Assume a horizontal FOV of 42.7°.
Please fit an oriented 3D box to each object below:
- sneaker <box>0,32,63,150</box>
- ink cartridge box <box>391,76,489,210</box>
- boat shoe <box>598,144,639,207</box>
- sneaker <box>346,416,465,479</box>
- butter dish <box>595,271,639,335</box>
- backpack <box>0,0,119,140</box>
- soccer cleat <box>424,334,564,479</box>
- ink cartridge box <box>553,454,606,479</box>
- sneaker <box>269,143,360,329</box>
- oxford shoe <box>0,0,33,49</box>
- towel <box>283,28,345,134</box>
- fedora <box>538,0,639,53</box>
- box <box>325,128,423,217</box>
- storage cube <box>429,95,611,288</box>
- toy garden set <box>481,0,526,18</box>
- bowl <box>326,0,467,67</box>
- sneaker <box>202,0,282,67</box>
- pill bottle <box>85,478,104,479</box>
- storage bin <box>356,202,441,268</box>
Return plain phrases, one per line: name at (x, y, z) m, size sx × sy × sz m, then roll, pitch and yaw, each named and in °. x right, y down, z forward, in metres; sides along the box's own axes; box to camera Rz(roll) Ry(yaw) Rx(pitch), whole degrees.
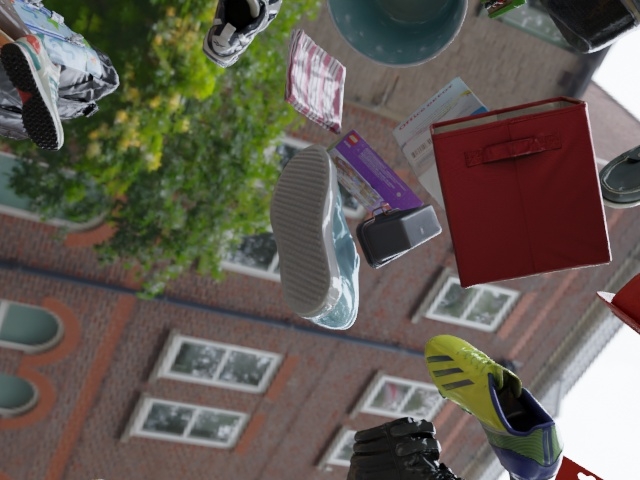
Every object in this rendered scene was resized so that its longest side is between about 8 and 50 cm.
sneaker at (-0.369, -0.201, 1.103) m, size 0.075 × 0.057 × 0.161 m, roll -56°, pitch 144°, yaw -47°
ink cartridge box at (0.309, -0.187, 1.770) m, size 0.198 × 0.197 × 0.270 m, roll -39°, pitch -154°, yaw 14°
boat shoe at (0.679, -0.172, 1.672) m, size 0.116 × 0.319 × 0.099 m, roll 48°, pitch -27°, yaw 31°
sneaker at (0.139, 0.288, 0.979) m, size 0.296 × 0.104 × 0.147 m, roll -7°, pitch -105°, yaw 42°
butter dish at (0.528, 0.095, 1.225) m, size 0.160 × 0.160 × 0.118 m, roll 48°, pitch -63°, yaw 45°
backpack at (-0.597, -0.328, 1.520) m, size 0.290 × 0.273 × 0.355 m, roll -23°, pitch -175°, yaw 16°
soccer cleat at (0.229, 0.196, 1.095) m, size 0.289 × 0.093 × 0.121 m, roll -127°, pitch -151°, yaw -55°
ink cartridge box at (0.476, 0.515, 1.526) m, size 0.145 × 0.045 × 0.179 m, roll 28°, pitch -64°, yaw 42°
sneaker at (0.000, 0.000, 1.488) m, size 0.135 × 0.150 × 0.366 m, roll -17°, pitch -126°, yaw 26°
oxford shoe at (-0.490, -0.402, 1.139) m, size 0.133 × 0.363 × 0.130 m, roll -37°, pitch -176°, yaw -15°
towel at (-0.004, -0.298, 1.558) m, size 0.029 × 0.197 × 0.144 m, roll -2°, pitch -104°, yaw 32°
fedora at (0.554, -0.503, 1.713) m, size 0.152 × 0.334 × 0.334 m, roll -38°, pitch -143°, yaw 17°
box at (0.095, -0.127, 1.706) m, size 0.057 × 0.201 × 0.293 m, roll -44°, pitch -174°, yaw -4°
storage cube at (0.247, -0.068, 1.039) m, size 0.215 × 0.184 × 0.193 m, roll -56°, pitch 134°, yaw -77°
toy garden set at (0.227, -0.447, 1.194) m, size 0.244 × 0.049 × 0.204 m, roll 62°, pitch -4°, yaw -9°
bowl at (0.182, -0.550, 1.772) m, size 0.311 × 0.311 × 0.163 m, roll -56°, pitch 178°, yaw 36°
sneaker at (-0.120, -0.430, 1.454) m, size 0.235 × 0.094 × 0.153 m, roll -53°, pitch -171°, yaw -19°
pill bottle at (-0.291, 0.319, 1.011) m, size 0.043 × 0.083 × 0.043 m, roll -10°, pitch -101°, yaw 64°
storage bin at (0.141, -0.021, 1.432) m, size 0.091 × 0.135 × 0.098 m, roll -19°, pitch -86°, yaw 42°
